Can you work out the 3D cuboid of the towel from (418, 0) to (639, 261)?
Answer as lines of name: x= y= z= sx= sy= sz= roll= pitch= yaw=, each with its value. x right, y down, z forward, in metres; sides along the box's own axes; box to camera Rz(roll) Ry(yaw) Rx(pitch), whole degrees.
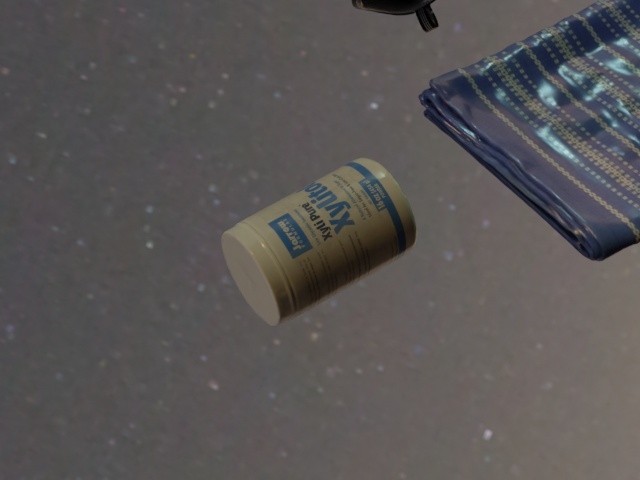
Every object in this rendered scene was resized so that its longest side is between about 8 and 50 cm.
towel: x=0.283 y=-0.128 z=1.321 sx=0.336 sy=0.243 sz=0.040 roll=-29 pitch=-35 yaw=-24

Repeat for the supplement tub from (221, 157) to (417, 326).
supplement tub: x=0.000 y=0.000 z=0.932 sx=0.107 sy=0.071 sz=0.071 roll=-29 pitch=-52 yaw=-20

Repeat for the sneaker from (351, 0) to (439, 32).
sneaker: x=0.048 y=-0.300 z=1.302 sx=0.268 sy=0.101 sz=0.153 roll=46 pitch=-144 yaw=-44
